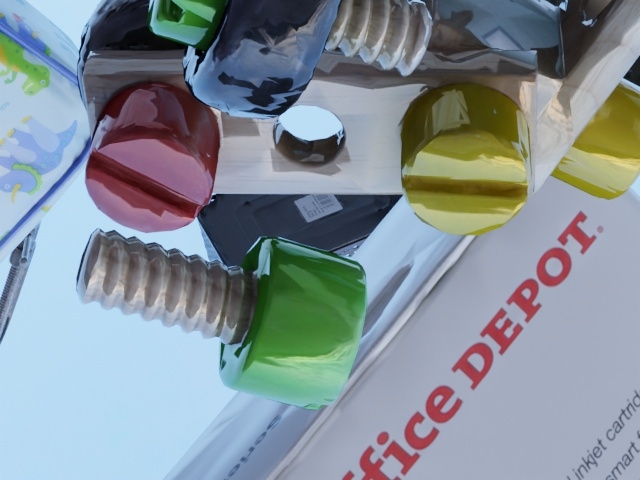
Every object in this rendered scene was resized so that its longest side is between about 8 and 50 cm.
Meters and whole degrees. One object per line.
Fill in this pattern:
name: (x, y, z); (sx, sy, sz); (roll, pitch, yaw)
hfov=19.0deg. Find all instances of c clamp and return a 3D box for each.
c clamp: (-0.267, 0.045, 1.631); (0.022, 0.160, 0.137); (18, -152, -8)

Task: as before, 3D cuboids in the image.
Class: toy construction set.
toy construction set: (0.070, -0.100, 0.546); (0.237, 0.257, 0.309); (16, -169, -14)

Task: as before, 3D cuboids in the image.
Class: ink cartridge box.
ink cartridge box: (0.102, 0.121, 0.746); (0.201, 0.278, 0.117); (-50, -165, -12)

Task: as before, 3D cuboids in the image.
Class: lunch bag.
lunch bag: (-0.228, -0.045, 0.978); (0.219, 0.176, 0.090); (-46, -148, 12)

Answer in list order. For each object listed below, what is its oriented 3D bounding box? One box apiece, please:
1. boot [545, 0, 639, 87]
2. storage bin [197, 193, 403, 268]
boot: (0.248, -0.077, 1.080); (0.236, 0.269, 0.089); (43, -70, 20)
storage bin: (0.000, 0.000, 1.608); (0.180, 0.084, 0.122); (-23, -138, -10)
